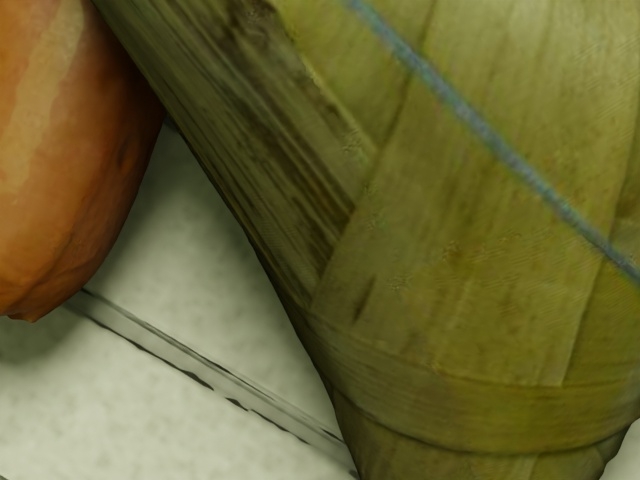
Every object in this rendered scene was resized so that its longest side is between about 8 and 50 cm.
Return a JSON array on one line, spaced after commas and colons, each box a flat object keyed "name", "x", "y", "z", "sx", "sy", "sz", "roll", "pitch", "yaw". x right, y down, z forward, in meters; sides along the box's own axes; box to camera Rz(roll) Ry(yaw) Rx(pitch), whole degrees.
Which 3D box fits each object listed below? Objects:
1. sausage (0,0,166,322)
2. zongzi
[{"name": "sausage", "x": -0.071, "y": -0.075, "z": 0.488, "sx": 0.076, "sy": 0.076, "sz": 0.197, "roll": 21, "pitch": 92, "yaw": 3}, {"name": "zongzi", "x": 0.000, "y": 0.000, "z": 0.451, "sx": 0.228, "sy": 0.115, "sz": 0.256, "roll": 21, "pitch": 103, "yaw": -24}]
